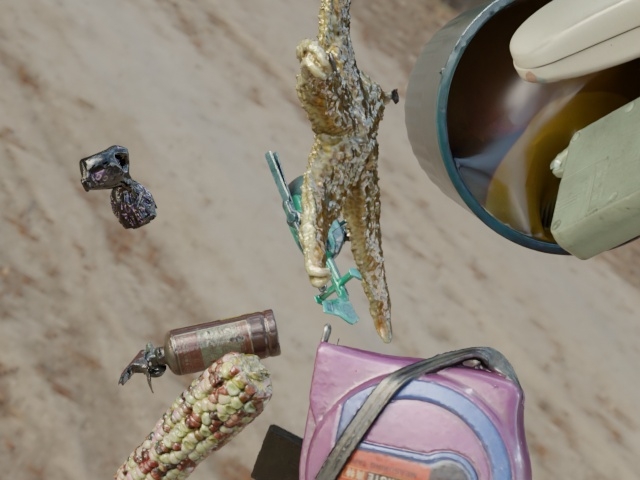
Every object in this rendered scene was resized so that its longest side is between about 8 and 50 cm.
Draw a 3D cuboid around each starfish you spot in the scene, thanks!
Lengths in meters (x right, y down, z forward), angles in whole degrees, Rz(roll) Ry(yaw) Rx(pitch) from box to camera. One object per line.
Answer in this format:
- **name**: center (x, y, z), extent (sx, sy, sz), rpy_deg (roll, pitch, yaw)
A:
- **starfish**: center (0.012, -0.054, 0.970), extent (0.048, 0.295, 0.231), rpy_deg (-2, 17, 13)

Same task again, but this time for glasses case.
- **glasses case**: center (0.215, -0.153, 0.928), extent (0.051, 0.204, 0.081), rpy_deg (61, 21, -21)

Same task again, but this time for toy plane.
- **toy plane**: center (0.000, 0.000, 1.695), extent (0.096, 0.060, 0.235), rpy_deg (28, 33, -53)

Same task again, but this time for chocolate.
- **chocolate**: center (-0.247, -0.069, 1.834), extent (0.070, 0.072, 0.147), rpy_deg (15, -17, 13)

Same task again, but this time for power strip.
- **power strip**: center (0.274, -0.074, 1.110), extent (0.046, 0.270, 0.118), rpy_deg (35, 52, -22)

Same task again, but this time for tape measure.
- **tape measure**: center (0.049, 0.110, 0.747), extent (0.118, 0.125, 0.074), rpy_deg (11, -2, 15)

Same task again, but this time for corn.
- **corn**: center (-0.166, 0.249, 1.924), extent (0.092, 0.280, 0.092), rpy_deg (36, 23, -18)

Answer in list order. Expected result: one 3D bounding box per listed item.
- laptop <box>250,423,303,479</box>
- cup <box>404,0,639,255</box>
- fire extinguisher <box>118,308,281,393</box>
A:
- **laptop**: center (-0.003, 0.352, 2.173), extent (0.197, 0.135, 0.016), rpy_deg (25, 44, 6)
- **cup**: center (0.237, -0.128, 1.419), extent (0.307, 0.242, 0.292), rpy_deg (-12, 7, -4)
- **fire extinguisher**: center (-0.186, 0.167, 2.248), extent (0.252, 0.075, 0.106), rpy_deg (-11, 13, -7)
